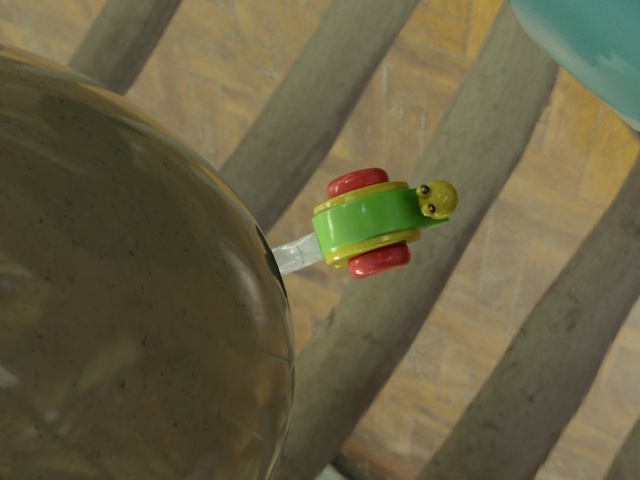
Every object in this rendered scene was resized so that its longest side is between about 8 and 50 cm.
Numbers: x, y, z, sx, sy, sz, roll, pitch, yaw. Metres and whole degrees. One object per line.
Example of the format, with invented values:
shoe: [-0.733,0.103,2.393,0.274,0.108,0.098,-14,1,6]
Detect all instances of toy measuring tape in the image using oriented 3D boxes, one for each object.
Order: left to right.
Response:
toy measuring tape: [0.000,0.000,1.093,0.330,0.121,0.121,-20,123,33]

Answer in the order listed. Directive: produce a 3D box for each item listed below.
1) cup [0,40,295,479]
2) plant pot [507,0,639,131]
cup: [-0.191,0.036,0.434,0.331,0.331,0.237,25,166,14]
plant pot: [0.206,-0.170,0.579,0.165,0.166,0.234,45,176,14]
